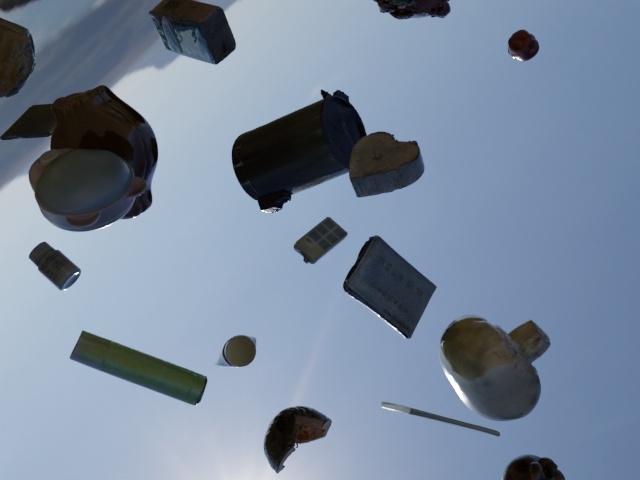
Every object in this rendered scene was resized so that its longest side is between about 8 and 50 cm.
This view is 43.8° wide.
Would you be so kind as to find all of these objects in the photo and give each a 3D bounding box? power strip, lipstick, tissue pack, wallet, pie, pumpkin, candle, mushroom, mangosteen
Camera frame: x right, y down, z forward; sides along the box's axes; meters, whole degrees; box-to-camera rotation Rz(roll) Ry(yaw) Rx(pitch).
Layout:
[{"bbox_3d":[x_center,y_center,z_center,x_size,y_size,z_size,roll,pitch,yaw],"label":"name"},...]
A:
[{"bbox_3d":[0.000,0.000,2.257,0.192,0.081,0.035,-38,169,-46],"label":"power strip"},{"bbox_3d":[-0.400,0.285,1.772,0.076,0.304,0.076,-59,-165,27],"label":"lipstick"},{"bbox_3d":[-0.283,-0.473,1.778,0.169,0.120,0.082,22,-119,34],"label":"tissue pack"},{"bbox_3d":[0.167,0.109,1.910,0.167,0.222,0.036,-57,-166,-29],"label":"wallet"},{"bbox_3d":[-0.706,-0.391,1.696,0.195,0.195,0.046,-39,-175,9],"label":"pie"},{"bbox_3d":[-0.070,0.448,1.856,0.183,0.107,0.119,-27,153,-46],"label":"pumpkin"},{"bbox_3d":[0.135,-0.170,1.821,0.168,0.068,0.192,-39,-141,-16],"label":"candle"},{"bbox_3d":[0.389,0.257,1.731,0.234,0.254,0.260,-37,158,-6],"label":"mushroom"},{"bbox_3d":[0.468,0.521,1.731,0.140,0.140,0.140,-37,-162,15],"label":"mangosteen"}]

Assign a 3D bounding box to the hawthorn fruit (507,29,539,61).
[{"bbox_3d":[0.569,-0.543,2.219,0.093,0.093,0.093,-37,-162,15],"label":"hawthorn fruit"}]

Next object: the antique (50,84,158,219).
[{"bbox_3d":[-0.439,-0.180,1.641,0.223,0.278,0.129,-15,-160,23],"label":"antique"}]

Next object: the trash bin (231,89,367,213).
[{"bbox_3d":[-0.052,-0.228,2.046,0.301,0.203,0.252,-19,-109,33],"label":"trash bin"}]

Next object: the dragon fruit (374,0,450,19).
[{"bbox_3d":[0.158,-0.440,1.397,0.175,0.138,0.142,-26,164,-48],"label":"dragon fruit"}]

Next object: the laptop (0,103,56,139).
[{"bbox_3d":[-0.669,-0.286,1.899,0.129,0.016,0.180,-2,-146,9],"label":"laptop"}]

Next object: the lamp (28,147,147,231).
[{"bbox_3d":[-0.445,-0.111,1.461,0.246,0.108,0.179,29,-131,35],"label":"lamp"}]

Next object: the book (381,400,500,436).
[{"bbox_3d":[0.211,0.321,1.438,0.192,0.167,0.013,147,-41,-76],"label":"book"}]

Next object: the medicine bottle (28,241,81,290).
[{"bbox_3d":[-0.726,0.068,2.170,0.080,0.130,0.080,-49,173,-8],"label":"medicine bottle"}]

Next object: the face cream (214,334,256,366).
[{"bbox_3d":[-0.199,0.260,1.868,0.114,0.070,0.224,-31,180,-13],"label":"face cream"}]
